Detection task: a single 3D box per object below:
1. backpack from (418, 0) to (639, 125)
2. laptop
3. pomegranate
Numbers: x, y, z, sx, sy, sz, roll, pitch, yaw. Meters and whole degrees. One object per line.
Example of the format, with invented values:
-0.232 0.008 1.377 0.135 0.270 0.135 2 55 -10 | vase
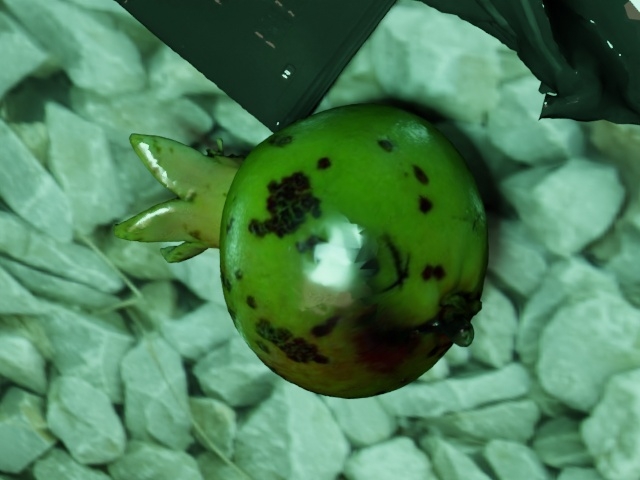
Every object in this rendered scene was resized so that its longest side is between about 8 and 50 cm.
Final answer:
0.066 -0.249 0.543 0.446 0.255 0.363 35 134 18 | backpack
-0.023 -0.151 0.816 0.135 0.016 0.197 38 131 -2 | laptop
-0.013 0.004 0.834 0.220 0.156 0.156 4 125 20 | pomegranate
